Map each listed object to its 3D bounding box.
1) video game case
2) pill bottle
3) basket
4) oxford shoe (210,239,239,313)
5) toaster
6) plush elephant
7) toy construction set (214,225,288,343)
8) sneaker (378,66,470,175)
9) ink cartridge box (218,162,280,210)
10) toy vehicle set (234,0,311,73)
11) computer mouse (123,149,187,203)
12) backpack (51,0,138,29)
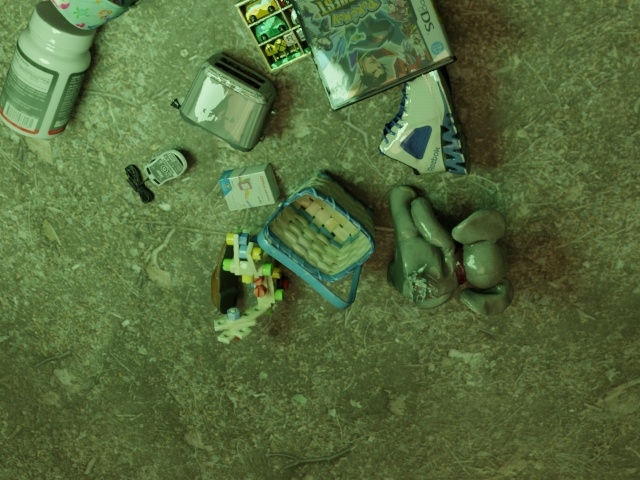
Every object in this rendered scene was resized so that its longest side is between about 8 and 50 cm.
[{"bbox_3d":[0.103,-0.424,1.669,0.275,0.035,0.248,-19,95,24],"label":"video game case"},{"bbox_3d":[-0.617,-0.385,1.886,0.161,0.161,0.283,30,122,-5],"label":"pill bottle"},{"bbox_3d":[0.000,0.000,1.889,0.255,0.289,0.201,41,121,-10],"label":"basket"},{"bbox_3d":[-0.250,0.081,2.137,0.076,0.076,0.212,35,121,40],"label":"oxford shoe"},{"bbox_3d":[-0.207,-0.313,1.852,0.227,0.129,0.146,29,119,-2],"label":"toaster"},{"bbox_3d":[0.299,0.037,1.870,0.256,0.330,0.271,-4,114,-5],"label":"plush elephant"},{"bbox_3d":[-0.162,0.100,2.034,0.151,0.215,0.327,16,123,5],"label":"toy construction set"},{"bbox_3d":[0.198,-0.260,1.780,0.182,0.127,0.315,-12,119,18],"label":"sneaker"},{"bbox_3d":[-0.169,-0.128,1.995,0.123,0.052,0.088,-10,117,18],"label":"ink cartridge box"},{"bbox_3d":[-0.029,-0.481,1.757,0.267,0.035,0.166,-20,114,24],"label":"toy vehicle set"},{"bbox_3d":[-0.392,-0.168,2.035,0.193,0.042,0.106,-24,108,31],"label":"computer mouse"},{"bbox_3d":[-0.465,-0.555,1.691,0.191,0.253,0.225,-24,111,25],"label":"backpack"}]
